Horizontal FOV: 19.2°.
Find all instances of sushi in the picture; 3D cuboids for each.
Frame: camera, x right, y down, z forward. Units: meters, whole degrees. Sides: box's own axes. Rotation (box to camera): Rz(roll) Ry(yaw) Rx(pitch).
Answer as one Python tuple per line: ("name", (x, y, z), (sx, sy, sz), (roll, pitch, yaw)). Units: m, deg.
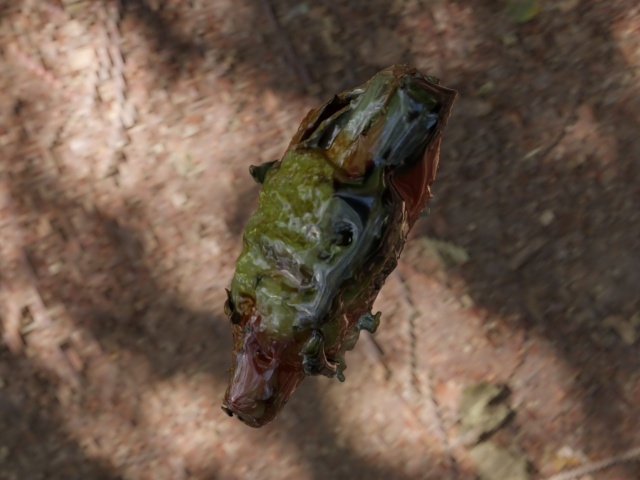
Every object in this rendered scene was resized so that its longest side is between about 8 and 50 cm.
("sushi", (0.000, 0.001, 1.083), (0.097, 0.103, 0.226), (26, 82, 18))
